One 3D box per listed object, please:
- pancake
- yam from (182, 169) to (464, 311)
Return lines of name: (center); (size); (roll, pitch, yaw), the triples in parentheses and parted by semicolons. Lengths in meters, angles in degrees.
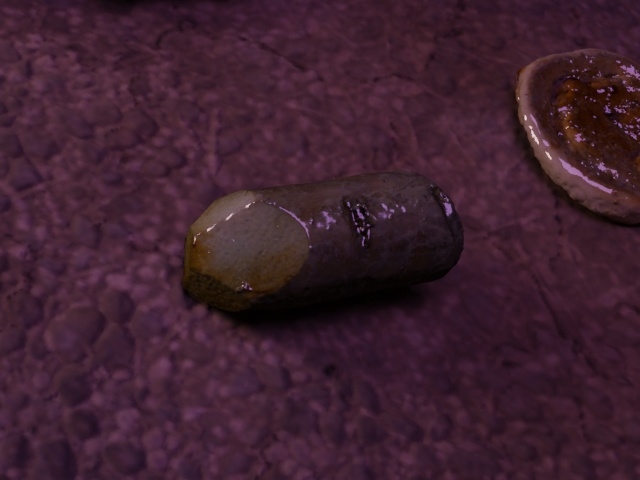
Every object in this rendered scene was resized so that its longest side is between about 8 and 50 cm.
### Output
pancake: (0.184, -0.069, 1.142); (0.139, 0.022, 0.139); (10, 49, -12)
yam: (0.000, 0.000, 0.992); (0.146, 0.070, 0.069); (-8, 55, -26)
